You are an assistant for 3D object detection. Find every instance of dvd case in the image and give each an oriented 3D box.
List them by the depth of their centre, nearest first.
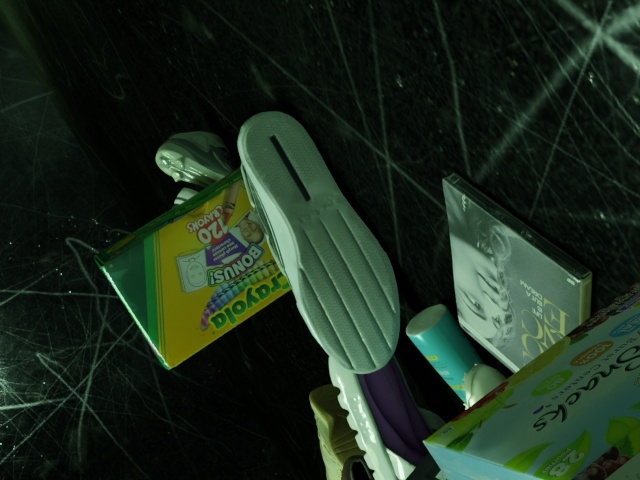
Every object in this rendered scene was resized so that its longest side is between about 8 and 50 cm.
[{"bbox_3d":[0.178,0.058,0.808,0.164,0.018,0.221,43,159,39],"label":"dvd case"}]

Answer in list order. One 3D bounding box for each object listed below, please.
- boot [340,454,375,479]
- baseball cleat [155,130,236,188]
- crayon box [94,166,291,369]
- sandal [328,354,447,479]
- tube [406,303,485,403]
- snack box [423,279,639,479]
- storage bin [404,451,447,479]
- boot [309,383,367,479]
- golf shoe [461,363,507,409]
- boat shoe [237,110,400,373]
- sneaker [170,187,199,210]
[{"bbox_3d":[0.077,0.368,1.281,0.248,0.090,0.206,-115,7,-47],"label":"boot"},{"bbox_3d":[-0.145,-0.107,1.353,0.206,0.109,0.072,30,136,-4],"label":"baseball cleat"},{"bbox_3d":[-0.133,0.021,1.171,0.165,0.278,0.081,61,164,-18],"label":"crayon box"},{"bbox_3d":[0.147,0.291,1.185,0.102,0.169,0.416,-23,109,33],"label":"sandal"},{"bbox_3d":[0.174,0.164,0.987,0.207,0.052,0.080,52,173,-14],"label":"tube"},{"bbox_3d":[0.185,0.090,0.502,0.070,0.207,0.174,57,165,-4],"label":"snack box"},{"bbox_3d":[0.176,0.292,1.033,0.084,0.122,0.180,44,169,-2],"label":"storage bin"},{"bbox_3d":[0.059,0.407,1.610,0.262,0.095,0.203,-134,30,-59],"label":"boot"},{"bbox_3d":[0.219,0.197,0.913,0.176,0.069,0.086,54,145,-5],"label":"golf shoe"},{"bbox_3d":[0.000,0.000,1.083,0.119,0.121,0.335,149,99,-82],"label":"boat shoe"},{"bbox_3d":[-0.161,0.040,1.422,0.126,0.127,0.321,19,165,31],"label":"sneaker"}]
